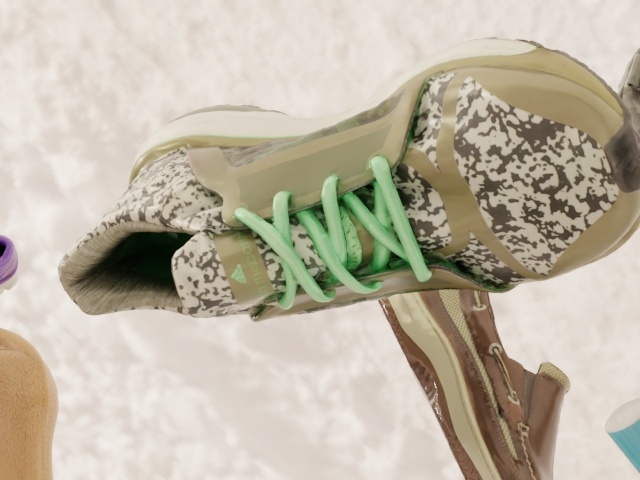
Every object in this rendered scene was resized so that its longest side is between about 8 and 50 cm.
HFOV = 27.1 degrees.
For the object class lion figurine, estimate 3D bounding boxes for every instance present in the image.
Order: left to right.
[{"bbox_3d":[-0.266,0.212,1.105,0.240,0.142,0.392,-15,86,19],"label":"lion figurine"}]

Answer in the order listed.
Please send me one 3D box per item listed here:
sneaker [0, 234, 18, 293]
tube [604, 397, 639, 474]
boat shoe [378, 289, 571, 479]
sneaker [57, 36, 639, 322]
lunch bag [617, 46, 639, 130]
[{"bbox_3d":[-0.399,0.041,1.409,0.068,0.170,0.071,41,144,22],"label":"sneaker"},{"bbox_3d":[0.354,0.246,1.279,0.052,0.080,0.207,-33,99,31],"label":"tube"},{"bbox_3d":[0.128,0.115,0.905,0.257,0.095,0.095,65,-179,28],"label":"boat shoe"},{"bbox_3d":[0.000,0.000,0.793,0.410,0.182,0.158,-9,113,42],"label":"sneaker"},{"bbox_3d":[0.403,-0.056,1.174,0.256,0.212,0.305,20,166,29],"label":"lunch bag"}]
